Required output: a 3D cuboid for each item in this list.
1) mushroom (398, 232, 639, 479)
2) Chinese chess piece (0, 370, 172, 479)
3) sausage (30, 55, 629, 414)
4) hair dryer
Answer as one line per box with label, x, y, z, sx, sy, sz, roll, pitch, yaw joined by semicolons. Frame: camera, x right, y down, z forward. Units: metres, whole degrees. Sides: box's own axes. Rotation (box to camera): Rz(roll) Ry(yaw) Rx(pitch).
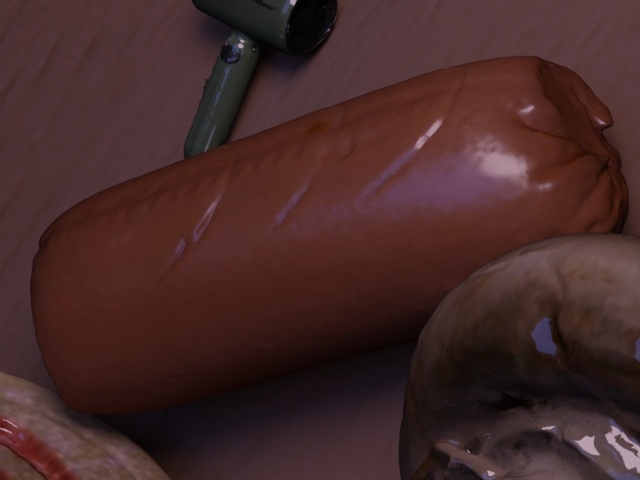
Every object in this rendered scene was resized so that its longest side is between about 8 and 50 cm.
mushroom;0.121;0.107;0.739;0.226;0.178;0.226;15;110;45
Chinese chess piece;-0.181;0.170;0.874;0.270;0.270;0.112;41;120;31
sausage;0.001;0.000;0.884;0.304;0.121;0.121;-18;71;26
hair dryer;-0.051;-0.083;0.981;0.071;0.047;0.150;30;103;31
